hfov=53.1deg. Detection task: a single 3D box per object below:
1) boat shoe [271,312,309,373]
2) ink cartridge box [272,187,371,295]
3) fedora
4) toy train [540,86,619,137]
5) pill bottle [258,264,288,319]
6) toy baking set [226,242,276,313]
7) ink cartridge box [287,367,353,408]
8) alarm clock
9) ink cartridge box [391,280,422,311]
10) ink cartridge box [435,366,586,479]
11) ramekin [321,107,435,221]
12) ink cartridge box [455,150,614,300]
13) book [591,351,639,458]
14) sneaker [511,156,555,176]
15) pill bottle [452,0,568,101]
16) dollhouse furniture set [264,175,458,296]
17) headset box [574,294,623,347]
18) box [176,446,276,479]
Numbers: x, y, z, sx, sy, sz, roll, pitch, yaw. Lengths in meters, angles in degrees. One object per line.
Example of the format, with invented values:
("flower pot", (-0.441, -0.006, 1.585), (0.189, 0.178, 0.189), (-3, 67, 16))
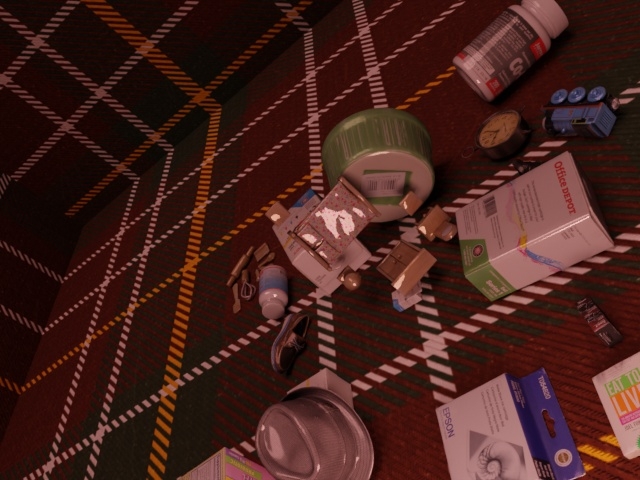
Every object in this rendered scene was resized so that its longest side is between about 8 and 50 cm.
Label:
("boat shoe", (-0.079, 0.271, 1.723), (0.066, 0.066, 0.183), (-19, 43, 39))
("ink cartridge box", (0.000, 0.000, 1.815), (0.171, 0.168, 0.232), (-45, 32, 7))
("fedora", (-0.036, 0.433, 1.338), (0.275, 0.124, 0.243), (42, 102, 37))
("toy train", (0.590, -0.291, 1.469), (0.184, 0.080, 0.105), (14, 74, 56))
("pill bottle", (-0.140, 0.155, 1.906), (0.087, 0.087, 0.160), (-35, 33, 23))
("toy baking set", (-0.243, 0.115, 2.135), (0.256, 0.030, 0.197), (-55, 31, -9))
("ink cartridge box", (-0.008, 0.382, 1.487), (0.143, 0.092, 0.090), (-37, 34, 22))
("alarm clock", (0.445, -0.258, 1.628), (0.192, 0.064, 0.129), (-25, 39, 31))
("ink cartridge box", (0.214, 0.130, 1.537), (0.083, 0.028, 0.048), (-34, 35, 26))
("ink cartridge box", (0.324, 0.352, 1.139), (0.224, 0.045, 0.223), (-35, 34, 23))
("ramekin", (0.158, -0.187, 1.703), (0.303, 0.303, 0.148), (-32, 42, 27))
("ink cartridge box", (0.437, -0.028, 1.337), (0.278, 0.117, 0.201), (-30, 36, 30))
("book", (0.505, 0.263, 1.023), (0.096, 0.035, 0.144), (-38, 34, 26))
("sneaker", (0.511, -0.156, 1.451), (0.089, 0.051, 0.170), (-41, 37, 14))
("pill bottle", (0.515, -0.529, 1.737), (0.283, 0.161, 0.161), (-42, 32, 13))
("dollhouse furniture set", (0.103, -0.050, 1.524), (0.303, 0.355, 0.174), (-48, 14, 0))
("headset box", (0.493, 0.146, 1.131), (0.032, 0.062, 0.083), (-39, 33, 18))
("box", (-0.216, 0.596, 1.401), (0.243, 0.213, 0.117), (-38, 33, 19))
